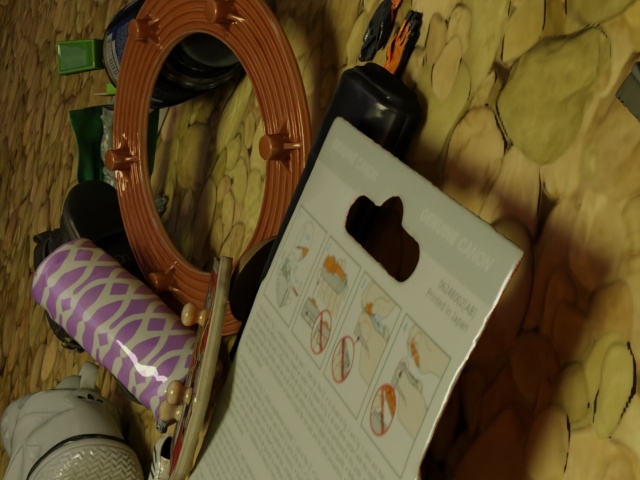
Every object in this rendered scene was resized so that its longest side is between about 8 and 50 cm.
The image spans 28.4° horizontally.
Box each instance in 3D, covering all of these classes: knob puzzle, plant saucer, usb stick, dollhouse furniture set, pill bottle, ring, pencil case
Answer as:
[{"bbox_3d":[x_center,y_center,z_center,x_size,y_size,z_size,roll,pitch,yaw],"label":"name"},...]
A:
[{"bbox_3d":[-0.104,0.104,0.994,0.213,0.030,0.213,-166,90,-82],"label":"knob puzzle"},{"bbox_3d":[-0.046,0.027,1.016,0.015,0.083,0.083,37,117,29],"label":"plant saucer"},{"bbox_3d":[0.000,0.000,0.959,0.077,0.045,0.278,42,119,38],"label":"usb stick"},{"bbox_3d":[-0.226,-0.202,1.449,0.058,0.151,0.076,0,93,35],"label":"dollhouse furniture set"},{"bbox_3d":[-0.143,-0.208,1.306,0.219,0.123,0.123,-3,76,66],"label":"pill bottle"},{"bbox_3d":[-0.116,-0.078,1.145,0.336,0.032,0.337,13,106,53],"label":"ring"},{"bbox_3d":[-0.180,0.086,1.180,0.206,0.086,0.088,43,151,21],"label":"pencil case"}]

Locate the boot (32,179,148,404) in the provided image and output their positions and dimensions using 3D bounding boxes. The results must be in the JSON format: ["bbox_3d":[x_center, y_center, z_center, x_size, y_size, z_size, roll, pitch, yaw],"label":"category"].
[{"bbox_3d":[-0.236,0.075,1.362,0.229,0.091,0.263,-44,63,57],"label":"boot"}]

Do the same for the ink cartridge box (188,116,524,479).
[{"bbox_3d":[0.019,0.142,0.814,0.385,0.091,0.308,-68,23,11],"label":"ink cartridge box"}]

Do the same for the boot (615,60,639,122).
[{"bbox_3d":[0.214,-0.117,0.518,0.208,0.076,0.190,-60,30,21],"label":"boot"}]

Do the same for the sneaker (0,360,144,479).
[{"bbox_3d":[-0.307,0.313,1.410,0.366,0.137,0.210,-61,27,23],"label":"sneaker"}]

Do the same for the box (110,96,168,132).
[{"bbox_3d":[-0.240,-0.153,1.611,0.145,0.038,0.186,-110,38,-51],"label":"box"}]

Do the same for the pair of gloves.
[{"bbox_3d":[0.052,-0.156,0.971,0.083,0.010,0.074,-107,36,-51],"label":"pair of gloves"}]

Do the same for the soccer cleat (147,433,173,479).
[{"bbox_3d":[-0.152,0.227,1.223,0.035,0.029,0.083,128,151,-53],"label":"soccer cleat"}]

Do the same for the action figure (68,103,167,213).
[{"bbox_3d":[-0.225,-0.039,1.443,0.063,0.137,0.232,15,110,39],"label":"action figure"}]
